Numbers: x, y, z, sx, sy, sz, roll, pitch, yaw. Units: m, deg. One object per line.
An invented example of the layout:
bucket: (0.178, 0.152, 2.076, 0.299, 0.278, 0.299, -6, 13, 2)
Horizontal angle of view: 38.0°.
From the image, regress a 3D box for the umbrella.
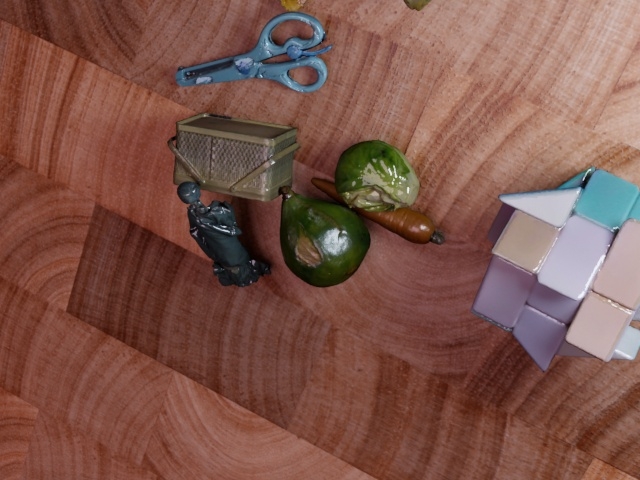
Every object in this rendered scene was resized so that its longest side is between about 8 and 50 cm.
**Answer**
umbrella: (-0.227, -0.017, 2.094, 0.143, 0.094, 0.349, -9, 139, 18)

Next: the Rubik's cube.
Rubik's cube: (0.496, 0.034, 1.789, 0.358, 0.387, 0.368, 27, 133, 14)

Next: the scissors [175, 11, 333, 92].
scissors: (-0.155, -0.390, 2.039, 0.393, 0.032, 0.180, -6, 117, 24)

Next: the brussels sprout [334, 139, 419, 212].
brussels sprout: (0.121, -0.141, 1.973, 0.183, 0.131, 0.145, 4, 75, 12)

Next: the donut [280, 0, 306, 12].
donut: (-0.066, -0.538, 1.962, 0.108, 0.043, 0.097, 41, 119, 3)

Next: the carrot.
carrot: (0.123, -0.069, 2.044, 0.336, 0.069, 0.069, 26, 115, 15)

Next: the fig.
fig: (-0.007, -0.018, 2.046, 0.195, 0.195, 0.245, -36, 85, 26)

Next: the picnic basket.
picnic basket: (-0.192, -0.189, 2.060, 0.267, 0.165, 0.139, 11, 110, 16)

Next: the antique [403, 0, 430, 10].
antique: (0.132, -0.589, 1.766, 0.284, 0.150, 0.125, 39, 135, -13)
